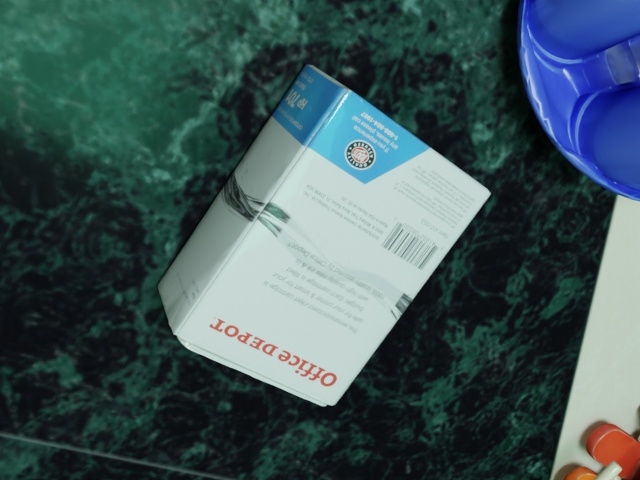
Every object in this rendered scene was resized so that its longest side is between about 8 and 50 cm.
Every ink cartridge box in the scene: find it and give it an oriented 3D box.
[{"bbox_3d":[0.000,0.000,0.548,0.140,0.082,0.190,30,102,-31],"label":"ink cartridge box"}]

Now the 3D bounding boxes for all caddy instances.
[{"bbox_3d":[0.304,-0.165,0.544,0.341,0.179,0.241,-26,99,-9],"label":"caddy"}]

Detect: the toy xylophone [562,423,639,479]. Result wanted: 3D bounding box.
[{"bbox_3d":[0.273,0.307,0.814,0.322,0.081,0.236,-45,123,3],"label":"toy xylophone"}]
